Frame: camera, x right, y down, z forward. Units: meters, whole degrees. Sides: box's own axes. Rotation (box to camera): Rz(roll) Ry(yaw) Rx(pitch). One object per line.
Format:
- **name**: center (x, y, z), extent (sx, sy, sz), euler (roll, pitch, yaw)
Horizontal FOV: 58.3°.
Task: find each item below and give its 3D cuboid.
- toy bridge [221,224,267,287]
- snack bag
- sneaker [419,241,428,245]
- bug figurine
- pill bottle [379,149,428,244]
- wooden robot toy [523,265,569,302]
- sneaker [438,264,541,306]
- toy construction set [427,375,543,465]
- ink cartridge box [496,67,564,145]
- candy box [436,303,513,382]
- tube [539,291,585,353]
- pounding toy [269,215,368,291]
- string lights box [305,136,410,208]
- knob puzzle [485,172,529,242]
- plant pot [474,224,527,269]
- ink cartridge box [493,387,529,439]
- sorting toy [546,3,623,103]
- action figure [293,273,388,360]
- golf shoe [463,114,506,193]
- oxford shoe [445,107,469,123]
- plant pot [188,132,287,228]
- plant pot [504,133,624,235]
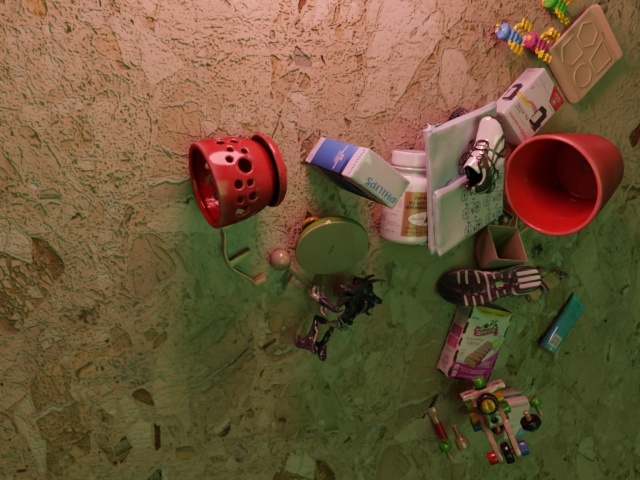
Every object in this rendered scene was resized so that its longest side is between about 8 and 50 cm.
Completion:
- **toy bridge**: center (-0.196, 0.041, 1.390), extent (0.063, 0.026, 0.188), euler (-31, 114, -10)
- **snack bag**: center (0.381, -0.167, 1.487), extent (0.323, 0.037, 0.342), euler (-26, 120, -36)
- **sneaker**: center (0.306, -0.024, 1.580), extent (0.118, 0.042, 0.067), euler (-11, 112, -28)
- **bug figurine**: center (0.567, -0.600, 1.517), extent (0.216, 0.072, 0.279), euler (24, 89, -33)
- **pill bottle**: center (0.225, -0.113, 1.470), extent (0.131, 0.131, 0.229), euler (-2, 105, -23)
- **wooden robot toy**: center (0.690, 0.121, 1.787), extent (0.173, 0.076, 0.079), euler (-32, 79, -12)
- **sneaker**: center (0.487, 0.141, 1.676), extent (0.281, 0.162, 0.106), euler (-6, 78, 10)
- **toy construction set**: center (0.452, 0.494, 1.676), extent (0.237, 0.309, 0.257), euler (64, 31, -8)
- **ink cartridge box**: center (0.564, -0.365, 1.580), extent (0.175, 0.072, 0.127), euler (-48, 117, -5)
- **candy box**: center (0.462, 0.301, 1.721), extent (0.159, 0.071, 0.233), euler (13, 98, -25)
- **tube**: center (0.793, 0.274, 1.872), extent (0.080, 0.052, 0.207), euler (44, 80, -31)
- **pounding toy**: center (0.000, 0.000, 1.437), extent (0.237, 0.110, 0.183), euler (-38, 132, 23)
- **string lights box**: center (0.078, -0.159, 1.322), extent (0.133, 0.260, 0.077), euler (34, 90, -28)
- **knob puzzle**: center (0.558, -0.079, 1.681), extent (0.213, 0.030, 0.213), euler (-7, 107, -22)
- **plant pot**: center (0.504, 0.028, 1.637), extent (0.109, 0.096, 0.109), euler (5, 61, -24)
- **ink cartridge box**: center (0.601, 0.543, 1.837), extent (0.092, 0.090, 0.143), euler (-3, 104, -23)
- **sorting toy**: center (0.747, -0.529, 1.638), extent (0.208, 0.038, 0.193), euler (-44, 116, -2)
- **action figure**: center (0.043, 0.167, 1.450), extent (0.164, 0.141, 0.275), euler (22, 112, -47)
- **golf shoe**: center (0.402, -0.211, 1.418), extent (0.094, 0.077, 0.198), euler (-11, 106, -40)
- **oxford shoe**: center (0.374, -0.240, 1.540), extent (0.096, 0.083, 0.227), euler (-8, 109, -41)
- **plant pot**: center (-0.179, -0.137, 1.264), extent (0.174, 0.191, 0.191), euler (-17, 110, -27)
- **plant pot**: center (0.688, -0.177, 1.580), extent (0.243, 0.275, 0.275), euler (-22, 113, -37)
